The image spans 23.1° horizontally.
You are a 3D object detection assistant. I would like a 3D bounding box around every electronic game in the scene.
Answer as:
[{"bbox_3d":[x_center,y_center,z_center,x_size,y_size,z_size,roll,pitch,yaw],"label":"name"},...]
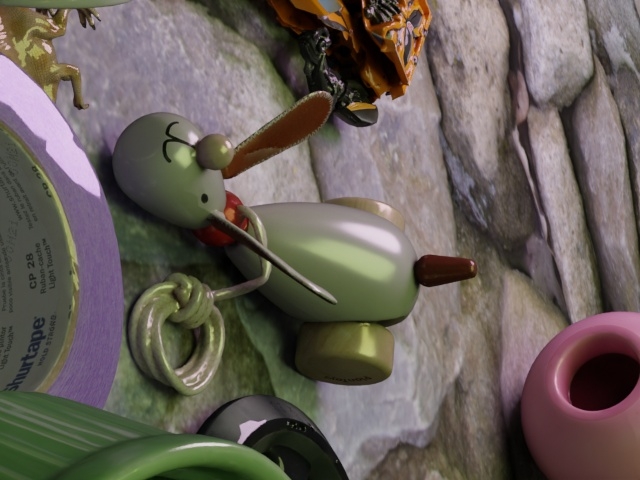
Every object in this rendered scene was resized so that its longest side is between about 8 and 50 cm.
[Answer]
[{"bbox_3d":[-0.035,0.230,1.182,0.229,0.048,0.229,28,55,-50],"label":"electronic game"}]

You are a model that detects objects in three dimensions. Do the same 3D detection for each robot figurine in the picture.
[{"bbox_3d":[0.009,-0.243,1.405,0.291,0.085,0.211,52,39,-33],"label":"robot figurine"}]

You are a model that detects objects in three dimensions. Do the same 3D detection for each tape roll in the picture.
[{"bbox_3d":[-0.235,0.017,0.906,0.275,0.090,0.275,29,54,-51],"label":"tape roll"}]

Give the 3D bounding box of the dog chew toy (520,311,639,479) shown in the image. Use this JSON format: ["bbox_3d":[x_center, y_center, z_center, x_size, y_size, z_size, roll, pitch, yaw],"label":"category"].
[{"bbox_3d":[0.342,0.219,1.662,0.332,0.206,0.207,53,37,-47],"label":"dog chew toy"}]

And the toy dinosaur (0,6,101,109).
[{"bbox_3d":[-0.199,-0.143,1.064,0.092,0.053,0.183,-39,111,-55],"label":"toy dinosaur"}]

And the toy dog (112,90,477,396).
[{"bbox_3d":[0.000,0.000,1.221,0.333,0.161,0.220,6,73,-57],"label":"toy dog"}]

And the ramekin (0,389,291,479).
[{"bbox_3d":[-0.149,0.225,0.812,0.303,0.148,0.304,-28,127,-45],"label":"ramekin"}]

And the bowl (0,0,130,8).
[{"bbox_3d":[-0.175,-0.217,0.937,0.298,0.297,0.134,-26,126,-58],"label":"bowl"}]
